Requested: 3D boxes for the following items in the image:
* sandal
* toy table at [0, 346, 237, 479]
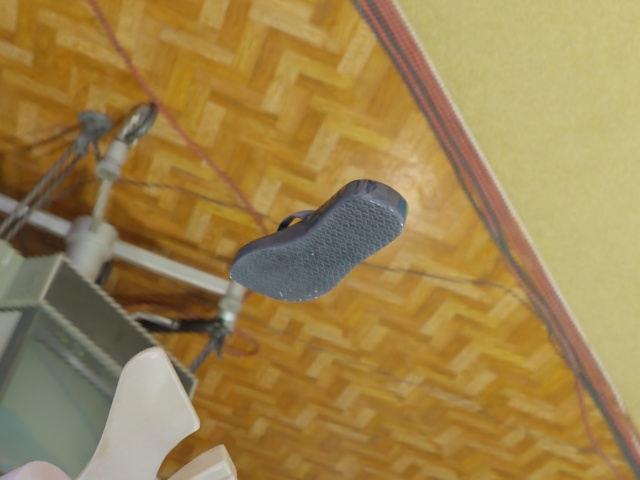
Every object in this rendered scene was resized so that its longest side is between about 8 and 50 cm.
[{"bbox_3d":[0.001,0.000,1.116,0.097,0.054,0.254,36,139,-25],"label":"sandal"},{"bbox_3d":[-0.135,0.226,0.795,0.161,0.274,0.252,-26,106,-5],"label":"toy table"}]
